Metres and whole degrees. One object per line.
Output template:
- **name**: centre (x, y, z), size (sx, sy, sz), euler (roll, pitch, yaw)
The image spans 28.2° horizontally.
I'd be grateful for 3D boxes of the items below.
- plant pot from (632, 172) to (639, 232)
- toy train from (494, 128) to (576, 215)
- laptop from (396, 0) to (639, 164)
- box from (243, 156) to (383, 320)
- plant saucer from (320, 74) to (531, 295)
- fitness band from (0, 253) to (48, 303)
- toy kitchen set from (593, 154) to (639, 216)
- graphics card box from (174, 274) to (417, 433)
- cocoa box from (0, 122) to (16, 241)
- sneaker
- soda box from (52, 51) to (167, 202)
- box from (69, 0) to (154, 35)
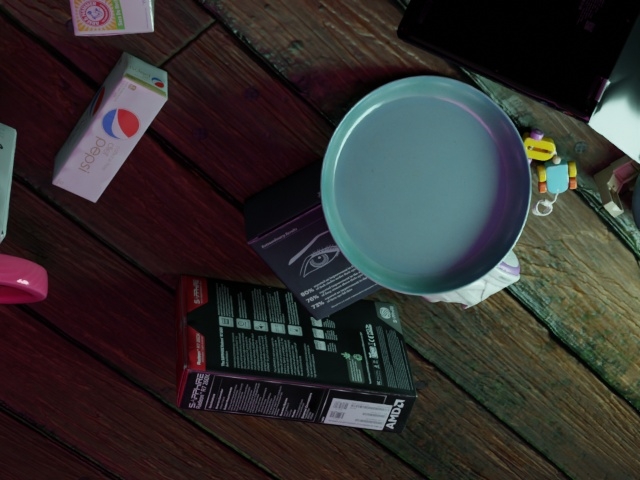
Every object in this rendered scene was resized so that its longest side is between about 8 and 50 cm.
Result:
- **plant pot**: centre (0.644, -0.043, 1.906), size (0.290, 0.195, 0.290), euler (-12, 130, -14)
- **toy train**: centre (0.312, -0.114, 1.943), size (0.166, 0.046, 0.125), euler (34, 120, -27)
- **laptop**: centre (0.361, -0.336, 1.648), size (0.408, 0.236, 0.382), euler (25, 91, 4)
- **box**: centre (0.000, 0.000, 1.958), size (0.153, 0.108, 0.207), euler (-27, 128, 15)
- **plant saucer**: centre (0.150, -0.079, 1.854), size (0.317, 0.044, 0.318), euler (0, 92, -12)
- **fitness band**: centre (-0.555, 0.063, 1.907), size (0.291, 0.054, 0.209), euler (9, 160, -31)
- **toy kitchen set**: centre (0.482, -0.080, 1.969), size (0.083, 0.075, 0.068), euler (-33, 128, 25)
- **graphics card box**: centre (-0.046, 0.178, 2.024), size (0.371, 0.233, 0.094), euler (7, 125, -14)
- **cocoa box**: centre (-0.591, -0.065, 1.592), size (0.347, 0.231, 0.228), euler (24, 123, -25)
- **sneaker**: centre (0.174, 0.035, 1.990), size (0.305, 0.114, 0.152), euler (25, 127, -35)
- **soda box**: centre (-0.300, -0.159, 1.813), size (0.074, 0.069, 0.216), euler (25, 123, -25)
- **box**: centre (-0.269, -0.372, 1.606), size (0.103, 0.114, 0.203), euler (-3, 132, -4)
